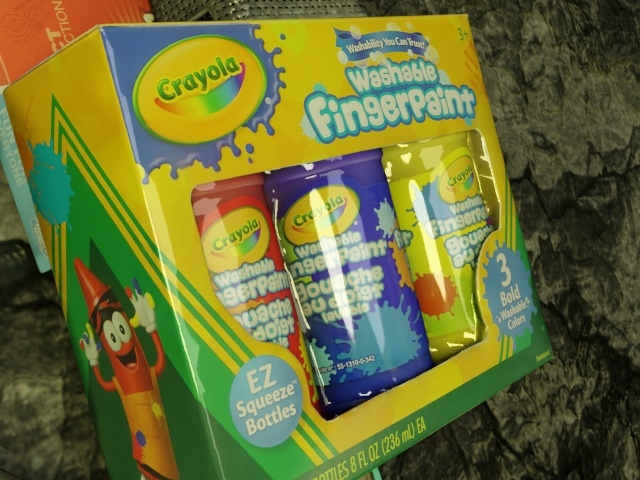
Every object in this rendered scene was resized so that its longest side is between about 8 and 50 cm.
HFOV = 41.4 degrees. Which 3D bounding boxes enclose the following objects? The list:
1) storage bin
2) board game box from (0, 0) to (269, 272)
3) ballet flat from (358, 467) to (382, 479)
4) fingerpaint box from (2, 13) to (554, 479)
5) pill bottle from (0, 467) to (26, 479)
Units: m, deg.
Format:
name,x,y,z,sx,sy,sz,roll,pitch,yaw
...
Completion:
name,x,y,z,sx,sy,sz,roll,pitch,yaw
storage bin,-0.058,-0.224,0.795,0.180,0.122,0.084,-16,90,-44
board game box,-0.155,-0.129,0.809,0.316,0.064,0.242,-22,94,-44
ballet flat,0.014,0.431,0.773,0.182,0.164,0.482,-11,80,-23
fingerpaint box,0.000,0.000,0.761,0.445,0.163,0.371,-16,92,-45
pill bottle,-0.259,0.229,0.515,0.361,0.204,0.204,38,55,-30
